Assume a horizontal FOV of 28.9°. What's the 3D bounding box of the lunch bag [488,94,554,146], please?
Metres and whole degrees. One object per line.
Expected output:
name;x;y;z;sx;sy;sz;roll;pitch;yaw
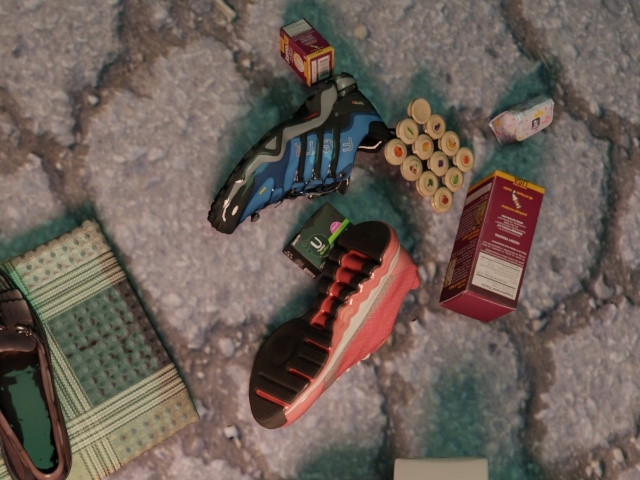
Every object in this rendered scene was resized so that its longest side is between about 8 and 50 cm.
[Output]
lunch bag;0.299;-0.177;1.825;0.071;0.083;0.053;-27;85;-21

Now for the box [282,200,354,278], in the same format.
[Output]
box;0.000;0.000;1.711;0.062;0.052;0.083;41;70;-3

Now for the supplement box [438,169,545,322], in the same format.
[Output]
supplement box;0.241;0.009;1.750;0.081;0.104;0.188;20;72;-11

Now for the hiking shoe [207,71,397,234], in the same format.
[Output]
hiking shoe;-0.022;-0.101;1.698;0.132;0.113;0.304;45;69;0

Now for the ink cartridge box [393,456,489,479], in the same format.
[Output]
ink cartridge box;0.149;0.431;1.482;0.117;0.207;0.283;-2;120;7

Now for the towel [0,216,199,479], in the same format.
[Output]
towel;-0.359;0.172;1.574;0.324;0.056;0.312;-28;88;-23

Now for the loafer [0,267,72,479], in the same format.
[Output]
loafer;-0.367;0.155;1.493;0.109;0.095;0.302;-20;85;-22

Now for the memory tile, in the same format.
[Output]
memory tile;0.159;-0.122;1.776;0.148;0.012;0.113;43;66;-29

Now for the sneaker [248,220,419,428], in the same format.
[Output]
sneaker;0.033;0.132;1.657;0.313;0.116;0.136;-55;131;-7

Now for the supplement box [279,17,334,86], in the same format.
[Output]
supplement box;-0.019;-0.266;1.754;0.043;0.055;0.083;-25;52;-19
